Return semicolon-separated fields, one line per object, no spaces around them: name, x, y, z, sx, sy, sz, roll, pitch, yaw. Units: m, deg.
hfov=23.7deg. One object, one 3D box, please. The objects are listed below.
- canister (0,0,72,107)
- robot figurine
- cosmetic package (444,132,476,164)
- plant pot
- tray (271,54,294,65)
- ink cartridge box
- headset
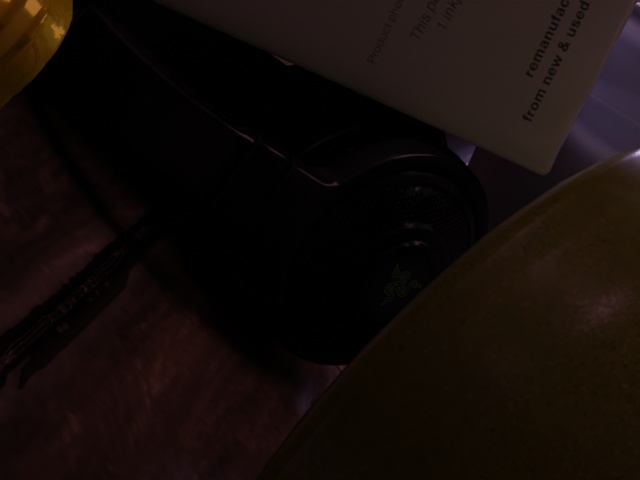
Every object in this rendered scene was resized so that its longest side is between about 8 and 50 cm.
canister;-0.185;-0.138;0.607;0.170;0.073;0.126;43;15;-30
robot figurine;0.212;-0.044;1.112;0.199;0.353;0.300;37;53;14
cosmetic package;0.094;-0.133;1.206;0.127;0.238;0.107;57;13;24
plant pot;0.158;0.165;0.465;0.353;0.366;0.366;45;9;21
tray;-0.009;-0.229;1.175;0.076;0.202;0.411;55;8;-41
ink cartridge box;-0.029;-0.208;0.834;0.384;0.160;0.279;24;16;-6
headset;0.000;0.000;0.844;0.394;0.185;0.243;33;14;-15
